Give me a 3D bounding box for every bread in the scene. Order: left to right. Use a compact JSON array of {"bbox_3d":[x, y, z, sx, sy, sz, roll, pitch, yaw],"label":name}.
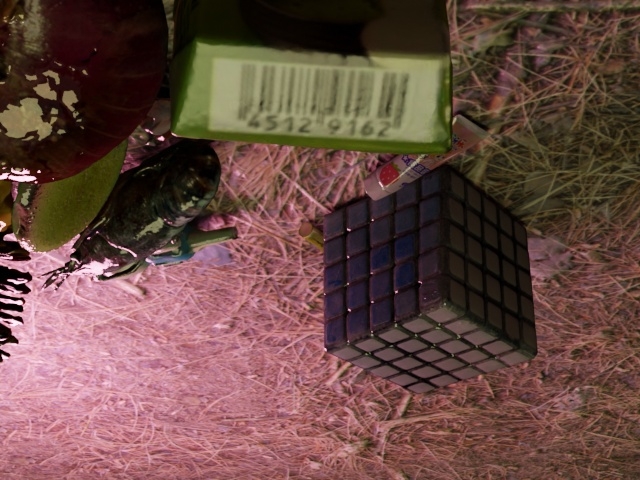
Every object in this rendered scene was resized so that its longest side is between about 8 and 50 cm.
[{"bbox_3d":[-0.323,-0.081,1.831,0.034,0.228,0.228,30,156,18],"label":"bread"}]

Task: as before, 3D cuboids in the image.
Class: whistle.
[{"bbox_3d":[-0.242,0.007,2.126,0.236,0.077,0.114,-13,178,11],"label":"whistle"}]

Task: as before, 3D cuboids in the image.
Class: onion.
[{"bbox_3d":[-0.318,-0.235,1.520,0.348,0.347,0.385,-7,-173,12],"label":"onion"}]

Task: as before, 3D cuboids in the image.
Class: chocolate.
[{"bbox_3d":[-0.007,-0.242,1.486,0.301,0.288,0.137,4,139,-8],"label":"chocolate"}]

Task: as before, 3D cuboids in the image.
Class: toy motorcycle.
[{"bbox_3d":[-0.233,-0.179,1.774,0.213,0.084,0.118,5,150,-38],"label":"toy motorcycle"}]

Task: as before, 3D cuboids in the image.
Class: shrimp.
[{"bbox_3d":[-0.263,-0.023,2.006,0.372,0.137,0.172,-26,145,37],"label":"shrimp"}]

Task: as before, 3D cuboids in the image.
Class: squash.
[{"bbox_3d":[0.000,0.000,2.154,0.027,0.027,0.083,-18,147,28],"label":"squash"}]

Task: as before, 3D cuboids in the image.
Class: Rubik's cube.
[{"bbox_3d":[0.161,0.068,2.061,0.237,0.236,0.238,-24,144,33],"label":"Rubik's cube"}]

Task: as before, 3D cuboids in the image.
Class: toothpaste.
[{"bbox_3d":[0.143,-0.116,1.943,0.067,0.042,0.194,29,134,-35],"label":"toothpaste"}]

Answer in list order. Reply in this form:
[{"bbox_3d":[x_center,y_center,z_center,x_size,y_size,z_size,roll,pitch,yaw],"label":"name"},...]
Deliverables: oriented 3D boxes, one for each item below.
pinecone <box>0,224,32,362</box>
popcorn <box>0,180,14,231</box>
[{"bbox_3d":[-0.527,0.067,2.009,0.246,0.292,0.246,-9,177,-1],"label":"pinecone"},{"bbox_3d":[-0.520,-0.075,1.784,0.265,0.225,0.332,40,124,-7],"label":"popcorn"}]
